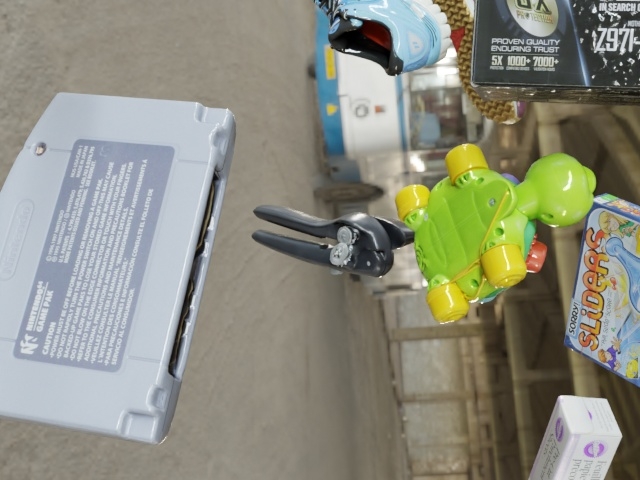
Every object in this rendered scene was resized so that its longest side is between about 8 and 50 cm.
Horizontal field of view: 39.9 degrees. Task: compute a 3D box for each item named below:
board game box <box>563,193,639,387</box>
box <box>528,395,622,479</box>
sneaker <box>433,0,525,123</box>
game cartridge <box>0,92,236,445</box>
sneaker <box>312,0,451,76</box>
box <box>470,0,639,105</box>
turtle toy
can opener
[{"bbox_3d":[0.363,0.061,1.036,0.136,0.035,0.201,31,-53,47],"label":"board game box"},{"bbox_3d":[0.290,0.334,1.102,0.067,0.063,0.324,-94,-170,-56],"label":"box"},{"bbox_3d":[0.173,-0.211,0.889,0.069,0.083,0.186,-14,-76,62],"label":"sneaker"},{"bbox_3d":[-0.194,0.014,0.761,0.060,0.195,0.294,70,29,-69],"label":"game cartridge"},{"bbox_3d":[0.025,-0.188,0.703,0.073,0.162,0.063,-38,156,-30],"label":"sneaker"},{"bbox_3d":[0.185,-0.122,0.525,0.147,0.180,0.078,-19,113,-75],"label":"box"},{"bbox_3d":[0.108,-0.009,0.544,0.130,0.066,0.095,-39,-123,41],"label":"turtle toy"},{"bbox_3d":[0.000,0.000,0.826,0.073,0.186,0.059,6,90,-48],"label":"can opener"}]
